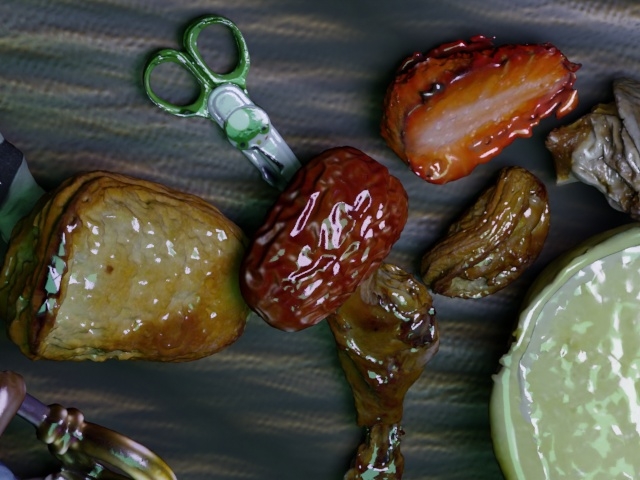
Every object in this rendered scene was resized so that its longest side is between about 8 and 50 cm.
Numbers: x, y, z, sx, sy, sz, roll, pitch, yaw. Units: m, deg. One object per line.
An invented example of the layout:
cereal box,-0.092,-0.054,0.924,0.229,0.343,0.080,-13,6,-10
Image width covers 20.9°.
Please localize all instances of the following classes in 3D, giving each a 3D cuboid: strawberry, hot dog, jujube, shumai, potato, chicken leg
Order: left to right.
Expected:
hot dog,-0.175,0.032,1.543,0.259,0.114,0.175,10,100,-49
jujube,0.000,0.000,1.552,0.112,0.109,0.176,39,88,-9
chicken leg,0.056,0.134,1.649,0.107,0.087,0.251,6,114,6
strawberry,0.140,-0.129,1.582,0.188,0.082,0.121,-21,130,-12
hot dog,0.157,-0.002,1.621,0.147,0.065,0.099,-47,146,4
shumai,0.269,-0.077,1.602,0.116,0.145,0.145,-21,112,23
potato,0.320,0.113,1.638,0.330,0.213,0.280,-17,94,12

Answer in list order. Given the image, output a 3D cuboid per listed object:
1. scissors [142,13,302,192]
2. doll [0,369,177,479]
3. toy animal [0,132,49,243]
scissors,-0.068,-0.107,1.573,0.101,0.027,0.204,-39,111,5
doll,-0.329,0.213,1.558,0.318,0.209,0.340,-26,111,34
toy animal,-0.323,-0.060,1.515,0.121,0.094,0.225,-46,108,-3
